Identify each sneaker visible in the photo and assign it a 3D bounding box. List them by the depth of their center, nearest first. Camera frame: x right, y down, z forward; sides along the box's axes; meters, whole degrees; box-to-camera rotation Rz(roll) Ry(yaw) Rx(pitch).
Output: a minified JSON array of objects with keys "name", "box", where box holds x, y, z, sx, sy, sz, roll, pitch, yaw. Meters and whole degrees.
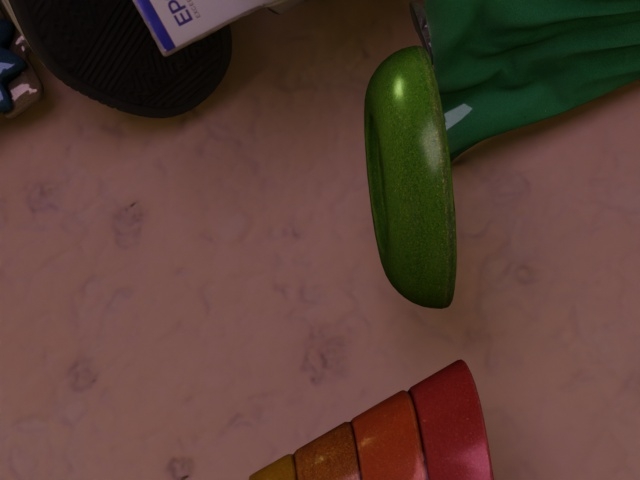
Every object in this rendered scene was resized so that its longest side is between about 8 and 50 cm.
[{"name":"sneaker","box":[-0.180,-0.195,0.997,0.124,0.295,0.178,-43,33,7]}]

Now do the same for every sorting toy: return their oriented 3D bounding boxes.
[{"name":"sorting toy","box":[0.000,0.000,0.862,0.126,0.127,0.365,-7,84,-3]}]

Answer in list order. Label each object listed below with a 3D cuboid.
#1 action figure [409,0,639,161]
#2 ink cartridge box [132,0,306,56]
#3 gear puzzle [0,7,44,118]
[{"name":"action figure","box":[0.165,-0.123,0.953,0.232,0.137,0.063,-16,54,-5]},{"name":"ink cartridge box","box":[0.026,-0.245,0.966,0.371,0.069,0.175,-29,90,-22]},{"name":"gear puzzle","box":[-0.299,-0.181,1.070,0.175,0.044,0.339,-32,69,5]}]
